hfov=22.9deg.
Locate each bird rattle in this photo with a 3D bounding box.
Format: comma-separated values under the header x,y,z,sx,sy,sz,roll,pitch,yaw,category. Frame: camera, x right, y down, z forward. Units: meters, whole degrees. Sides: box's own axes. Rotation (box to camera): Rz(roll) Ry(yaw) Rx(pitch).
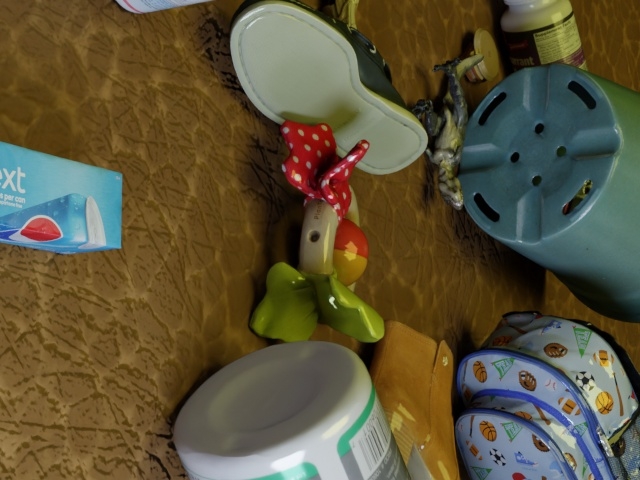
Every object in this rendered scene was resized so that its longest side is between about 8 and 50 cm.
x,y,z,sx,sy,sz,roll,pitch,yaw,category
0.000,0.000,1.753,0.207,0.143,0.254,48,38,-75,bird rattle

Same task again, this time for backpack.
x,y,z,sx,sy,sz,roll,pitch,yaw,category
0.297,0.231,2.084,0.213,0.276,0.263,-35,113,-41,backpack

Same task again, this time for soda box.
x,y,z,sx,sy,sz,roll,pitch,yaw,category
-0.257,-0.036,1.339,0.210,0.067,0.071,13,74,-58,soda box

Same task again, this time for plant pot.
x,y,z,sx,sy,sz,roll,pitch,yaw,category
0.383,-0.080,2.215,0.334,0.341,0.341,18,69,-49,plant pot

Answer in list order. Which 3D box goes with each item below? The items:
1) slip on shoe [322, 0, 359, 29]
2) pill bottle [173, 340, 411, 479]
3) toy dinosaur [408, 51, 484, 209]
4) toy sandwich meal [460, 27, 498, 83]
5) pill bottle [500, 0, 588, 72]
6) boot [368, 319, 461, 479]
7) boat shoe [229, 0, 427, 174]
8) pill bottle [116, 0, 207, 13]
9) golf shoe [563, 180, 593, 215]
x,y,z,sx,sy,sz,roll,pitch,yaw,category
0.021,-0.266,1.879,0.041,0.051,0.135,14,78,-17,slip on shoe
0.007,0.299,1.599,0.204,0.204,0.361,-54,130,-49,pill bottle
0.169,-0.172,2.098,0.118,0.064,0.268,54,41,-50,toy dinosaur
0.225,-0.259,2.239,0.085,0.029,0.086,31,54,-56,toy sandwich meal
0.327,-0.298,2.339,0.108,0.108,0.193,-47,125,-52,pill bottle
0.143,0.243,1.941,0.295,0.104,0.211,47,47,-41,boot
0.001,-0.194,1.769,0.340,0.127,0.113,29,31,-46,boat shoe
-0.122,-0.271,1.514,0.087,0.160,0.087,17,71,-58,pill bottle
0.428,-0.086,2.478,0.140,0.115,0.306,-30,110,-54,golf shoe
